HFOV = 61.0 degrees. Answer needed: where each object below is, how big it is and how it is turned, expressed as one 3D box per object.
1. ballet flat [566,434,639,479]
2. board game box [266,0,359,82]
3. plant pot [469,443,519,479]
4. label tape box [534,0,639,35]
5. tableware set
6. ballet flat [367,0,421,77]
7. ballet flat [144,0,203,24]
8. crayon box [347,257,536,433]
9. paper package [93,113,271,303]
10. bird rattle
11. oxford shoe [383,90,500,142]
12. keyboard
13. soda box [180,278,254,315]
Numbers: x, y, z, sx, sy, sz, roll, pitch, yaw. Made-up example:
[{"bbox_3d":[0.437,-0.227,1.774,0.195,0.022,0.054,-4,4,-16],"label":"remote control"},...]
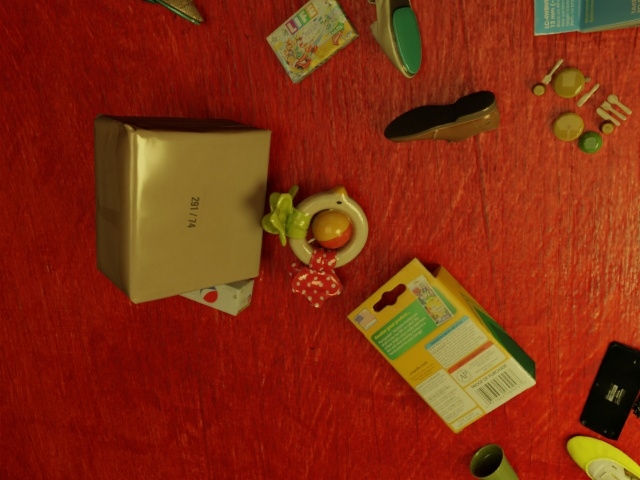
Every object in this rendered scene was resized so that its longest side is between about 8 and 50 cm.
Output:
[{"bbox_3d":[0.582,0.460,1.033,0.231,0.077,0.077,33,116,10],"label":"ballet flat"},{"bbox_3d":[-0.017,-0.389,1.037,0.154,0.026,0.103,-31,93,27],"label":"board game box"},{"bbox_3d":[0.369,0.483,1.132,0.083,0.083,0.079,-37,104,27],"label":"plant pot"},{"bbox_3d":[0.476,-0.424,0.724,0.348,0.115,0.249,-6,105,1],"label":"label tape box"},{"bbox_3d":[0.428,-0.222,0.916,0.154,0.024,0.104,39,119,6],"label":"tableware set"},{"bbox_3d":[0.121,-0.409,0.957,0.086,0.086,0.248,-4,103,23],"label":"ballet flat"},{"bbox_3d":[-0.320,-0.506,1.102,0.206,0.073,0.067,27,100,8],"label":"ballet flat"},{"bbox_3d":[0.239,0.199,1.087,0.323,0.083,0.203,47,117,2],"label":"crayon box"},{"bbox_3d":[-0.268,-0.075,1.072,0.168,0.309,0.324,25,115,43],"label":"paper package"},{"bbox_3d":[0.000,0.000,1.094,0.207,0.143,0.253,-28,106,6],"label":"bird rattle"},{"bbox_3d":[0.217,-0.202,0.983,0.212,0.076,0.076,-5,143,33],"label":"oxford shoe"},{"bbox_3d":[0.567,0.287,1.019,0.100,0.038,0.192,27,118,38],"label":"keyboard"},{"bbox_3d":[-0.268,0.100,1.263,0.216,0.074,0.069,17,111,16],"label":"soda box"}]
